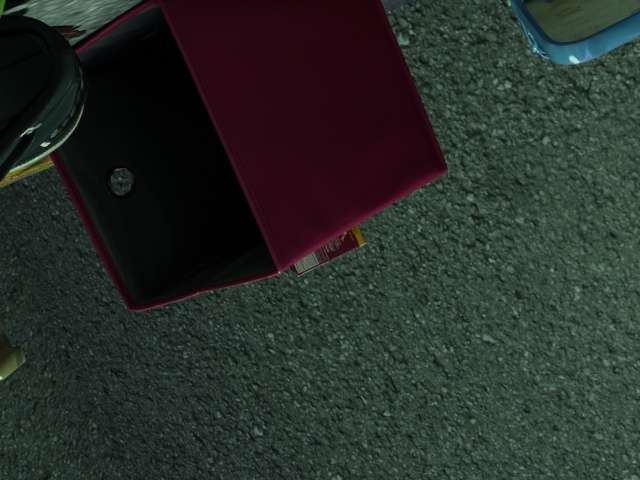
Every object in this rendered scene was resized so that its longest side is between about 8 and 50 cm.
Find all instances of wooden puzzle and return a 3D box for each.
[{"bbox_3d":[-0.219,-0.155,0.811,0.049,0.006,0.083,-21,-172,14],"label":"wooden puzzle"}]

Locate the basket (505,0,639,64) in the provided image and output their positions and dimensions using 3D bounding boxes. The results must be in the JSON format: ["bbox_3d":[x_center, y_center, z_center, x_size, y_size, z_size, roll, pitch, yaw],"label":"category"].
[{"bbox_3d":[0.308,-0.296,1.097,0.255,0.201,0.289,-24,-141,-1],"label":"basket"}]

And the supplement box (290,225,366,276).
[{"bbox_3d":[0.000,0.000,1.126,0.083,0.043,0.055,-25,-169,-5],"label":"supplement box"}]

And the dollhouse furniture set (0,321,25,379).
[{"bbox_3d":[-0.437,0.069,0.837,0.362,0.256,0.394,-22,-172,8],"label":"dollhouse furniture set"}]

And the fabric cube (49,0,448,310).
[{"bbox_3d":[-0.082,-0.111,1.020,0.259,0.254,0.258,-16,-168,47],"label":"fabric cube"}]

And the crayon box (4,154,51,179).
[{"bbox_3d":[-0.354,-0.119,1.231,0.202,0.081,0.318,-22,-172,8],"label":"crayon box"}]

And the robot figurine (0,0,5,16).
[{"bbox_3d":[-0.149,-0.087,0.370,0.101,0.067,0.115,-38,-167,-19],"label":"robot figurine"}]

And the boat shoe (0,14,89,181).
[{"bbox_3d":[-0.278,-0.030,0.566,0.340,0.127,0.113,-27,-173,-20],"label":"boat shoe"}]
